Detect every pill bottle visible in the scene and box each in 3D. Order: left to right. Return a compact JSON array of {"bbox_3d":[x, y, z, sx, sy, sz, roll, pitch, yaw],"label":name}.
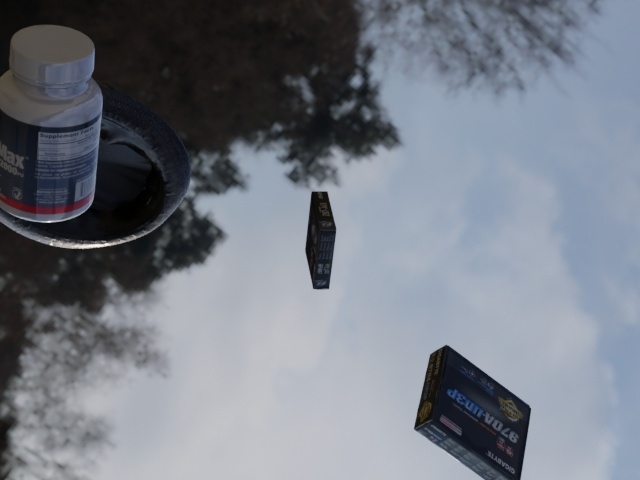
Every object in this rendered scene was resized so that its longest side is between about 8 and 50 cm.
[{"bbox_3d":[-0.275,-0.119,1.347,0.108,0.108,0.180,-76,178,-56],"label":"pill bottle"}]

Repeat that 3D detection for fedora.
[{"bbox_3d":[-0.355,-0.140,1.960,0.334,0.334,0.152,-44,-142,28],"label":"fedora"}]

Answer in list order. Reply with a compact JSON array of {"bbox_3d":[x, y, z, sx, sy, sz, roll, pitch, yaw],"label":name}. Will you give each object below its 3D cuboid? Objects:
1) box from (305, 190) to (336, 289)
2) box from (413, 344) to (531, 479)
[{"bbox_3d":[0.000,0.000,1.419,0.067,0.018,0.083,-102,-166,-49],"label":"box"},{"bbox_3d":[0.273,0.315,2.380,0.051,0.220,0.175,-35,-154,41],"label":"box"}]
